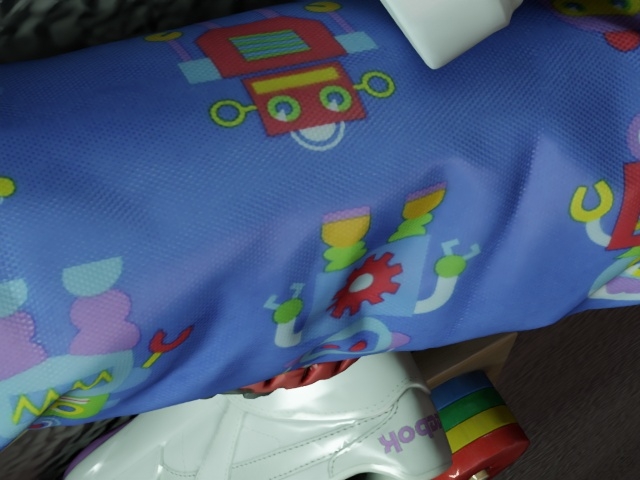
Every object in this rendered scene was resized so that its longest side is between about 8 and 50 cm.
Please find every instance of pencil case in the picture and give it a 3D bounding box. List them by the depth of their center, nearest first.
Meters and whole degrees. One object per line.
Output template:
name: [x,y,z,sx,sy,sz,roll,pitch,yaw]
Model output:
pencil case: [-0.019,-0.007,0.458,0.306,0.119,0.133,-15,140,-20]

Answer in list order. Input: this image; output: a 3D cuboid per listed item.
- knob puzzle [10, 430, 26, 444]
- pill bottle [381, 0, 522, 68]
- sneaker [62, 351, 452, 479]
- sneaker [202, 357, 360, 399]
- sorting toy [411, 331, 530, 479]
knob puzzle: [-0.167,0.074,0.612,0.213,0.030,0.213,-28,159,-12]
pill bottle: [0.089,-0.139,0.377,0.208,0.117,0.117,-35,160,6]
sneaker: [-0.045,0.141,0.771,0.114,0.152,0.305,-17,156,-43]
sneaker: [0.038,-0.022,0.599,0.276,0.097,0.135,-19,156,-39]
sorting toy: [0.032,0.187,1.079,0.257,0.089,0.255,-27,159,-14]
